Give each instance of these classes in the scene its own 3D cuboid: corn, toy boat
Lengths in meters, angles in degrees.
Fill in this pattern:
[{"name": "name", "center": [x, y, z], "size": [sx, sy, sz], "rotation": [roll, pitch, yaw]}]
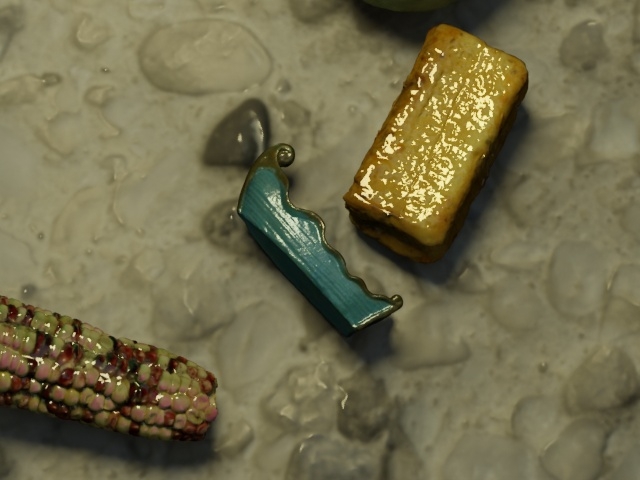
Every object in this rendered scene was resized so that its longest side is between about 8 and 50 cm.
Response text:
[{"name": "corn", "center": [-0.224, 0.106, 1.450], "size": [0.280, 0.092, 0.092], "rotation": [16, 76, -13]}, {"name": "toy boat", "center": [0.000, 0.000, 1.517], "size": [0.077, 0.075, 0.185], "rotation": [-42, 85, -13]}]

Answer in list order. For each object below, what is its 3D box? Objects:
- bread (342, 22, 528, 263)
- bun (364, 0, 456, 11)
[{"name": "bread", "center": [0.105, -0.088, 1.553], "size": [0.114, 0.083, 0.211], "rotation": [29, 75, 1]}, {"name": "bun", "center": [0.082, -0.297, 1.574], "size": [0.195, 0.118, 0.195], "rotation": [3, 72, -10]}]
